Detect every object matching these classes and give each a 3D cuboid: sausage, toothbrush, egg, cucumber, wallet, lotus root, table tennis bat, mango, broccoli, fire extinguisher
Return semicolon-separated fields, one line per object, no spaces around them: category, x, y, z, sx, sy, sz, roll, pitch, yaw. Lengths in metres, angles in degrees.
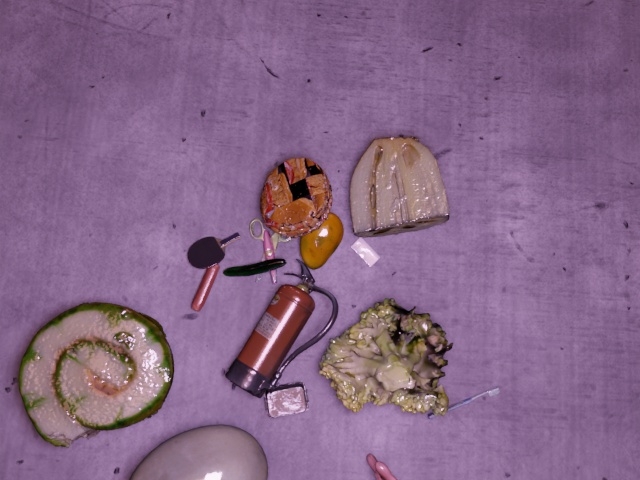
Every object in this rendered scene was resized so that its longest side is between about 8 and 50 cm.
sausage;-0.317;0.126;1.591;0.030;0.035;0.147;17;79;22
toothbrush;0.400;0.453;1.599;0.220;0.016;0.019;-18;90;-9
egg;-0.300;0.591;1.395;0.352;0.258;0.258;-19;82;-5
cucumber;-0.182;0.078;1.597;0.184;0.033;0.036;-11;106;5
wallet;0.129;0.033;1.653;0.044;0.011;0.083;-43;86;-10
lotus root;0.210;-0.155;1.631;0.267;0.149;0.260;-12;76;12
table tennis bat;-0.296;0.022;1.609;0.158;0.014;0.095;-29;63;-15
mango;-0.003;-0.005;1.611;0.111;0.089;0.163;38;86;4
broccoli;0.170;0.302;1.468;0.348;0.281;0.293;0;92;-6
fire extinguisher;-0.083;0.245;1.540;0.200;0.113;0.376;27;78;13

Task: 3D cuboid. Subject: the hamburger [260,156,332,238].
hamburger;-0.072;-0.115;1.580;0.231;0.107;0.231;-7;65;15

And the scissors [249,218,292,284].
scissors;-0.143;0.031;1.627;0.134;0.020;0.187;6;80;3

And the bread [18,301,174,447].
bread;-0.572;0.350;1.481;0.366;0.129;0.382;26;80;0

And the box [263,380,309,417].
box;-0.091;0.427;1.536;0.122;0.069;0.084;-10;81;-6

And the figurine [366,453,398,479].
figurine;0.222;0.758;1.462;0.193;0.154;0.421;-36;86;-14
